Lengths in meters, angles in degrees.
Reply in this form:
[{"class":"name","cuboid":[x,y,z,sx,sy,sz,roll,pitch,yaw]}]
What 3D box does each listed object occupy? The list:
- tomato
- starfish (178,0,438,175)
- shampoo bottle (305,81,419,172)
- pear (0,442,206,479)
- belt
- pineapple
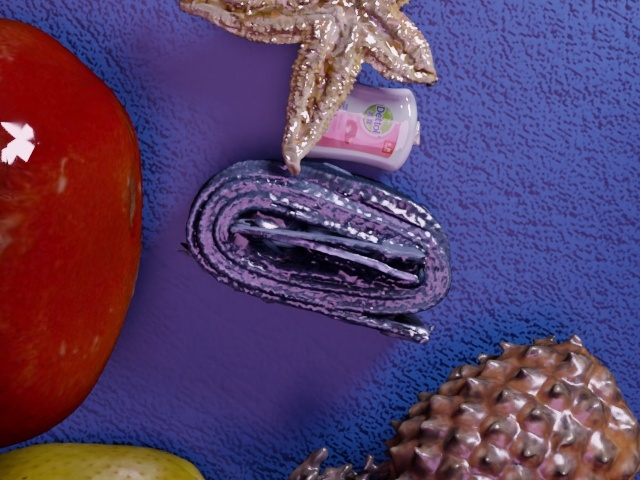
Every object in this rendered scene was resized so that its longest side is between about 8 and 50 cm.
[{"class":"tomato","cuboid":[-0.288,-0.008,0.995,0.293,0.290,0.325,14,102,2]},{"class":"starfish","cuboid":[0.009,-0.208,1.066,0.231,0.048,0.295,36,83,3]},{"class":"shampoo bottle","cuboid":[0.034,-0.096,1.107,0.099,0.043,0.072,11,95,-2]},{"class":"pear","cuboid":[-0.226,0.356,1.105,0.386,0.191,0.340,-40,95,4]},{"class":"belt","cuboid":[0.000,0.000,1.079,0.218,0.128,0.122,15,94,-2]},{"class":"pineapple","cuboid":[0.082,0.209,1.068,0.361,0.175,0.175,-29,99,-13]}]
